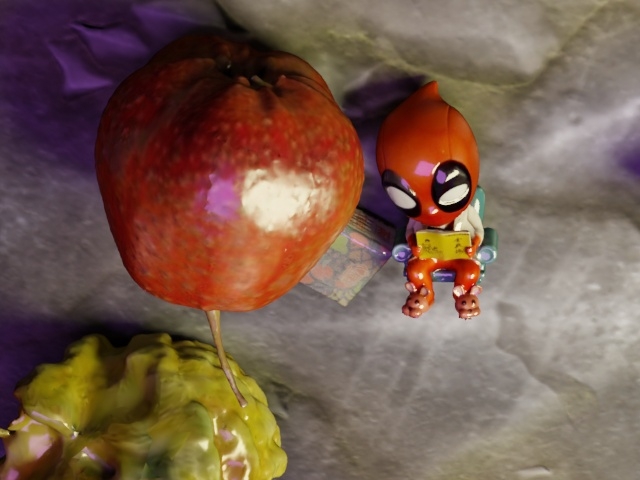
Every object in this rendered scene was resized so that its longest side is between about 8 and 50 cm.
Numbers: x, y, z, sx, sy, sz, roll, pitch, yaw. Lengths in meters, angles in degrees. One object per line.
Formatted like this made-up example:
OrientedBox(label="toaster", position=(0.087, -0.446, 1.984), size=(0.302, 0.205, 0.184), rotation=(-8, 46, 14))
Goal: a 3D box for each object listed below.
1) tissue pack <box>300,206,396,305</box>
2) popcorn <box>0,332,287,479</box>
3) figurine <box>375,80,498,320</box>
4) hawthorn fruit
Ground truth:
OrientedBox(label="tissue pack", position=(0.000, 0.000, 0.851), size=(0.083, 0.035, 0.063), rotation=(29, 126, -13))
OrientedBox(label="popcorn", position=(-0.134, 0.169, 0.931), size=(0.189, 0.218, 0.169), rotation=(28, 174, 6))
OrientedBox(label="figurine", position=(0.072, -0.027, 0.795), size=(0.068, 0.075, 0.140), rotation=(-1, 118, 12))
OrientedBox(label="hawthorn fruit", position=(-0.062, -0.014, 0.767), size=(0.162, 0.162, 0.203), rotation=(15, 119, -3))
